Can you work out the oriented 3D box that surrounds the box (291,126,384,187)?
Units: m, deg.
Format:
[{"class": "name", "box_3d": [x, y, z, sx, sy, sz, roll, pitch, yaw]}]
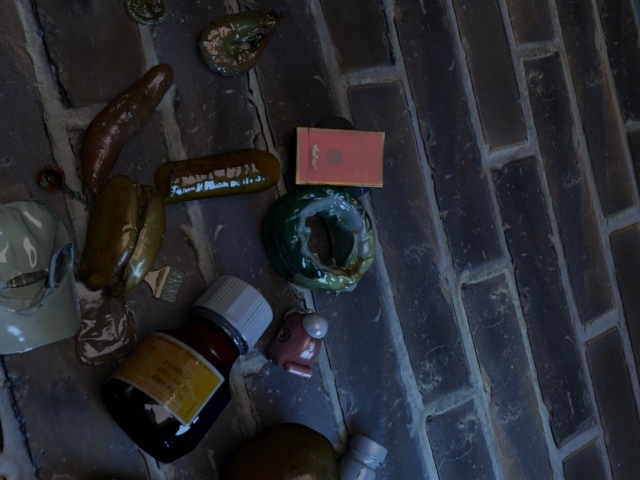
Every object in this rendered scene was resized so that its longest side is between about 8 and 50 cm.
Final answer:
[{"class": "box", "box_3d": [0.045, -0.215, 1.645, 0.240, 0.074, 0.153, 1, 96, -11]}]

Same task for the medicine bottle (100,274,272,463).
[{"class": "medicine bottle", "box_3d": [-0.275, 0.268, 1.391, 0.242, 0.242, 0.395, 54, 51, -16]}]

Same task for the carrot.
[{"class": "carrot", "box_3d": [-0.243, -0.157, 1.504, 0.302, 0.114, 0.114, -11, 92, -29]}]

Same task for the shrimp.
[{"class": "shrimp", "box_3d": [-0.189, -0.513, 1.591, 0.267, 0.061, 0.145, -40, 115, -30]}]

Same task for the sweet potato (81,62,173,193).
[{"class": "sweet potato", "box_3d": [-0.450, -0.264, 1.400, 0.106, 0.095, 0.354, 19, 69, 18]}]

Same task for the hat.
[{"class": "hat", "box_3d": [-0.599, 0.082, 1.273, 0.258, 0.168, 0.301, -14, 119, -8]}]

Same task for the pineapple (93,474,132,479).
[{"class": "pineapple", "box_3d": [-0.385, 0.576, 1.364, 0.248, 0.128, 0.128, 15, 79, -34]}]

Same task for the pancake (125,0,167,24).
[{"class": "pancake", "box_3d": [-0.413, -0.563, 1.487, 0.108, 0.017, 0.108, 2, 87, -34]}]

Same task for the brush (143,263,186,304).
[{"class": "brush", "box_3d": [-0.414, 0.076, 1.442, 0.205, 0.011, 0.083, 25, 75, -26]}]

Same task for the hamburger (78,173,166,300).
[{"class": "hamburger", "box_3d": [-0.411, -0.012, 1.353, 0.144, 0.157, 0.282, 23, 64, -43]}]

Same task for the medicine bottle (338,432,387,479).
[{"class": "medicine bottle", "box_3d": [0.097, 0.605, 1.646, 0.105, 0.105, 0.168, 38, 69, -22]}]

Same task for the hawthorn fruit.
[{"class": "hawthorn fruit", "box_3d": [-0.103, 0.569, 1.453, 0.301, 0.268, 0.267, -13, 93, -27]}]

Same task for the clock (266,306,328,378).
[{"class": "clock", "box_3d": [-0.060, 0.242, 1.552, 0.093, 0.166, 0.162, 26, 80, -25]}]

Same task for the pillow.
[{"class": "pillow", "box_3d": [-0.484, 0.166, 1.381, 0.135, 0.034, 0.211, -17, 97, -33]}]

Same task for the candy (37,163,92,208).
[{"class": "candy", "box_3d": [-0.534, -0.097, 1.373, 0.185, 0.049, 0.055, 42, 74, -30]}]

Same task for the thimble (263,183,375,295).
[{"class": "thimble", "box_3d": [0.000, 0.000, 1.600, 0.254, 0.167, 0.288, -31, 101, -28]}]

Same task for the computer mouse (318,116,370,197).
[{"class": "computer mouse", "box_3d": [0.071, -0.229, 1.721, 0.120, 0.057, 0.232, -27, 100, -28]}]
